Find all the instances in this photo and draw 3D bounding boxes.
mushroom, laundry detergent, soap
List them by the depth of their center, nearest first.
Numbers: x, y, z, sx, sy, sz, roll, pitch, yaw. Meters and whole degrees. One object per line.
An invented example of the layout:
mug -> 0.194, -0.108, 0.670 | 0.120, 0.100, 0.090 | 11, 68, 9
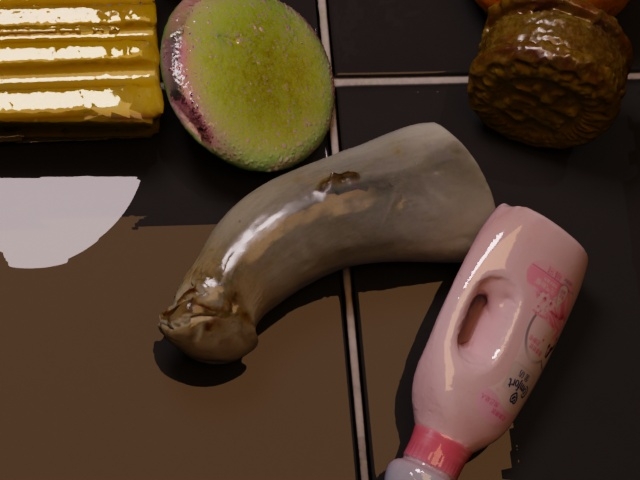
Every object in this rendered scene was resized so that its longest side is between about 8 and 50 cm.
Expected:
laundry detergent -> 0.172, 0.132, 1.630 | 0.159, 0.088, 0.335 | 36, 75, -32
mushroom -> -0.001, 0.001, 1.647 | 0.397, 0.126, 0.177 | -20, 85, -17
soap -> -0.340, -0.206, 1.674 | 0.324, 0.096, 0.204 | -2, 72, -9

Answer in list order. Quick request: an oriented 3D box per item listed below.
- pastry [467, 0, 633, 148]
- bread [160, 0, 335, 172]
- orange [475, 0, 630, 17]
pastry -> 0.258, -0.190, 1.710 | 0.189, 0.188, 0.103 | 19, 62, -2
bread -> -0.076, -0.187, 1.695 | 0.228, 0.033, 0.228 | 11, 68, -29
orange -> 0.268, -0.343, 1.768 | 0.224, 0.170, 0.224 | 3, 71, -9
